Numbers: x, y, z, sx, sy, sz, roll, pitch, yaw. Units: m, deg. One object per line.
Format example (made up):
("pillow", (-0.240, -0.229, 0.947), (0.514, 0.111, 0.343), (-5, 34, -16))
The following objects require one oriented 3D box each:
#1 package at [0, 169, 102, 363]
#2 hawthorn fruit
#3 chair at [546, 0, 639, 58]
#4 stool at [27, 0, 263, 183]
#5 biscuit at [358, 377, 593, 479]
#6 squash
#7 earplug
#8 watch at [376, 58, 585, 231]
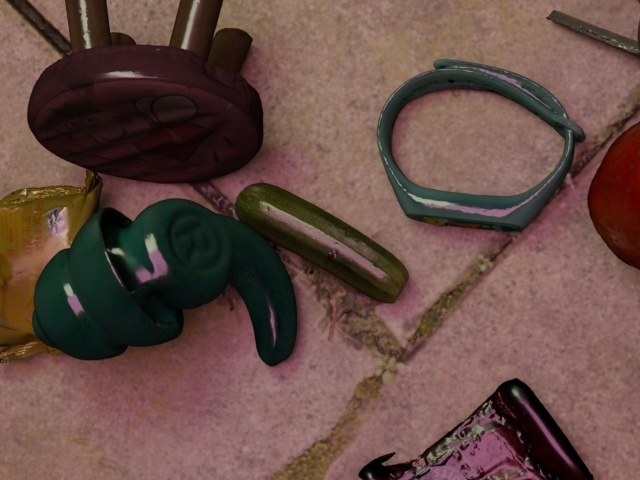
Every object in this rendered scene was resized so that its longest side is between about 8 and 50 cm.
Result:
("package", (-0.327, 0.036, 1.739), (0.168, 0.090, 0.226), (-9, 88, 12))
("hawthorn fruit", (0.388, -0.052, 1.528), (0.205, 0.253, 0.205), (-1, 81, 10))
("chair", (0.408, -0.296, 1.594), (0.275, 0.203, 0.190), (33, 77, 19))
("stool", (-0.195, -0.193, 1.678), (0.272, 0.272, 0.178), (-1, 68, 11))
("biscuit", (0.168, 0.266, 1.621), (0.235, 0.063, 0.151), (-33, 76, 8))
("squash", (0.000, 0.000, 1.698), (0.229, 0.066, 0.066), (31, 88, 13))
("earplug", (-0.186, 0.060, 1.656), (0.280, 0.257, 0.164), (-23, 54, 6))
("watch", (0.183, -0.107, 1.679), (0.237, 0.068, 0.195), (7, 81, 16))
